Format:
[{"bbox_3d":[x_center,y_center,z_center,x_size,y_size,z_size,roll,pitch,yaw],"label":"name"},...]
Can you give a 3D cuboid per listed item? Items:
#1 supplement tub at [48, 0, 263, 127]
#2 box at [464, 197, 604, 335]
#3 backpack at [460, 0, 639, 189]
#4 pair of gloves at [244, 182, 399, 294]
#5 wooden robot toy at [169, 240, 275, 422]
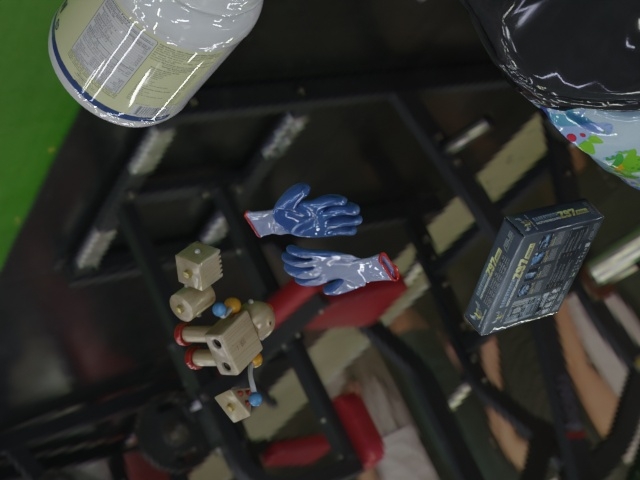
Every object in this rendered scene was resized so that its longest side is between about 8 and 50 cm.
[{"bbox_3d":[-0.225,-0.332,1.660,0.235,0.235,0.325,-11,162,-38],"label":"supplement tub"},{"bbox_3d":[0.360,0.045,1.994,0.183,0.059,0.232,-14,137,-31],"label":"box"},{"bbox_3d":[0.279,-0.155,0.830,0.290,0.273,0.355,-23,-177,15],"label":"backpack"},{"bbox_3d":[0.000,0.000,1.451,0.159,0.023,0.198,-5,136,30],"label":"pair of gloves"},{"bbox_3d":[-0.078,0.071,1.030,0.076,0.173,0.079,3,-149,41],"label":"wooden robot toy"}]
